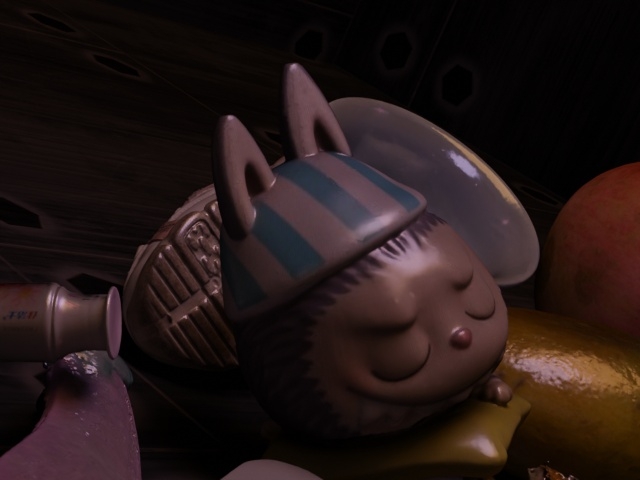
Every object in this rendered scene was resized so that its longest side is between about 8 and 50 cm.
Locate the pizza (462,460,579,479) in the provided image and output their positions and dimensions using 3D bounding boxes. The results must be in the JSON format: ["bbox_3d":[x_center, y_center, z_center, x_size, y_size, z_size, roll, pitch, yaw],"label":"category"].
[{"bbox_3d":[0.221,0.295,1.581,0.223,0.089,0.323,42,19,31],"label":"pizza"}]

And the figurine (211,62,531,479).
[{"bbox_3d":[0.039,0.016,1.639,0.266,0.378,0.361,-9,8,-1],"label":"figurine"}]

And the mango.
[{"bbox_3d":[0.250,0.164,1.938,0.365,0.182,0.253,25,14,2],"label":"mango"}]

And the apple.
[{"bbox_3d":[0.455,0.073,2.307,0.364,0.364,0.364,23,13,-6],"label":"apple"}]

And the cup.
[{"bbox_3d":[0.102,-0.014,2.323,0.347,0.163,0.347,26,32,-17],"label":"cup"}]

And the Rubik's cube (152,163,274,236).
[{"bbox_3d":[-0.040,0.024,2.061,0.284,0.250,0.234,27,32,-9],"label":"Rubik's cube"}]

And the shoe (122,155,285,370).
[{"bbox_3d":[-0.110,0.037,1.892,0.198,0.172,0.351,-17,11,40],"label":"shoe"}]

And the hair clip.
[{"bbox_3d":[-0.197,0.175,1.377,0.095,0.110,0.359,-17,21,2],"label":"hair clip"}]

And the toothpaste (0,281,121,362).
[{"bbox_3d":[-0.325,0.065,1.429,0.323,0.066,0.100,1,14,4],"label":"toothpaste"}]

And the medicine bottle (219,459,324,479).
[{"bbox_3d":[-0.040,0.236,1.400,0.119,0.069,0.183,28,12,11],"label":"medicine bottle"}]
